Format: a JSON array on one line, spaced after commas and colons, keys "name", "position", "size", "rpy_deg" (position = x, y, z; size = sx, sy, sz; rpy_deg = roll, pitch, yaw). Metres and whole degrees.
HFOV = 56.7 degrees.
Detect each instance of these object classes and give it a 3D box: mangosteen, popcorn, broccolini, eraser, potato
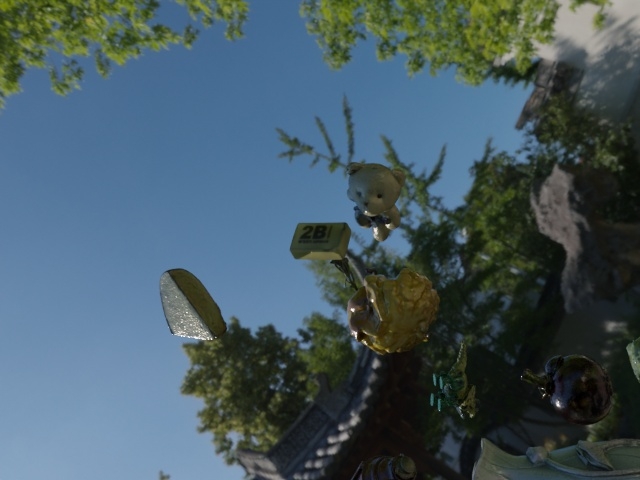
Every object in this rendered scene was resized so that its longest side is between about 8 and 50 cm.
[{"name": "mangosteen", "position": [0.828, 0.496, 1.994], "size": [0.231, 0.289, 0.231], "rpy_deg": [-2, -88, -63]}, {"name": "popcorn", "position": [0.258, 0.234, 2.184], "size": [0.349, 0.382, 0.349], "rpy_deg": [-12, -49, -14]}, {"name": "broccolini", "position": [0.132, 0.154, 2.371], "size": [0.062, 0.271, 0.123], "rpy_deg": [-30, 16, 32]}, {"name": "eraser", "position": [0.000, 0.000, 1.832], "size": [0.058, 0.172, 0.117], "rpy_deg": [61, -143, -47]}, {"name": "potato", "position": [-0.441, 0.199, 2.027], "size": [0.112, 0.269, 0.255], "rpy_deg": [-35, -67, -45]}]

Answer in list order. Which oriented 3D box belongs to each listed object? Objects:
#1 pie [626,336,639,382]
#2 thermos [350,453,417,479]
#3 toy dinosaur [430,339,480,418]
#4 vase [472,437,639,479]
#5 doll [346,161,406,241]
[{"name": "pie", "position": [1.040, 0.333, 1.530], "size": [0.395, 0.418, 0.180], "rpy_deg": [-26, -43, -40]}, {"name": "thermos", "position": [0.082, 0.393, 0.900], "size": [0.124, 0.099, 0.232], "rpy_deg": [-38, -20, -53]}, {"name": "toy dinosaur", "position": [0.438, 0.455, 1.927], "size": [0.153, 0.094, 0.259], "rpy_deg": [-5, -88, -15]}, {"name": "vase", "position": [0.562, 0.549, 1.303], "size": [0.250, 0.445, 0.250], "rpy_deg": [13, -105, -60]}, {"name": "doll", "position": [0.148, -0.095, 1.703], "size": [0.278, 0.175, 0.149], "rpy_deg": [83, -161, -54]}]
